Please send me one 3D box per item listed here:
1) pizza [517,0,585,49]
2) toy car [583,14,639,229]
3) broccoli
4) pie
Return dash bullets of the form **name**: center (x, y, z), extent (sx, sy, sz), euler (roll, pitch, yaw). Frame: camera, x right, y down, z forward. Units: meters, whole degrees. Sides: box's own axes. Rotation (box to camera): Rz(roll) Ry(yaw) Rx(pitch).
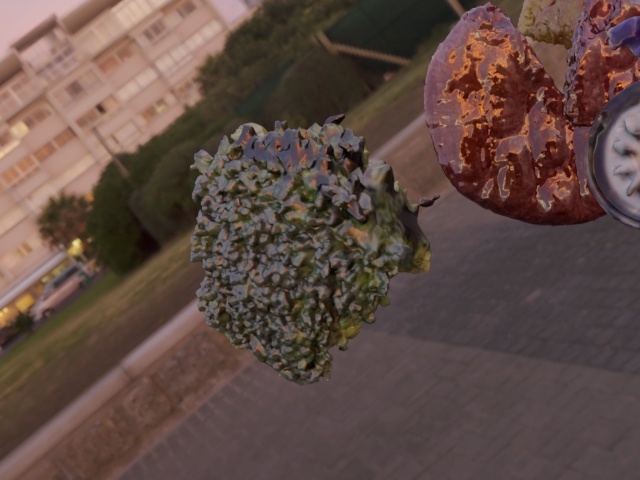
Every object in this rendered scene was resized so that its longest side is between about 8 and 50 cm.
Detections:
- **pizza**: center (0.337, -0.344, 1.165), extent (0.268, 0.087, 0.258), euler (-133, 52, -61)
- **toy car**: center (0.239, -0.016, 0.431), extent (0.172, 0.235, 0.158), euler (-8, -12, -45)
- **broccoli**: center (0.006, 0.010, 1.241), extent (0.293, 0.348, 0.281), euler (4, 22, 26)
- **pie**: center (0.198, -0.115, 0.846), extent (0.218, 0.204, 0.054), euler (6, 7, 2)
